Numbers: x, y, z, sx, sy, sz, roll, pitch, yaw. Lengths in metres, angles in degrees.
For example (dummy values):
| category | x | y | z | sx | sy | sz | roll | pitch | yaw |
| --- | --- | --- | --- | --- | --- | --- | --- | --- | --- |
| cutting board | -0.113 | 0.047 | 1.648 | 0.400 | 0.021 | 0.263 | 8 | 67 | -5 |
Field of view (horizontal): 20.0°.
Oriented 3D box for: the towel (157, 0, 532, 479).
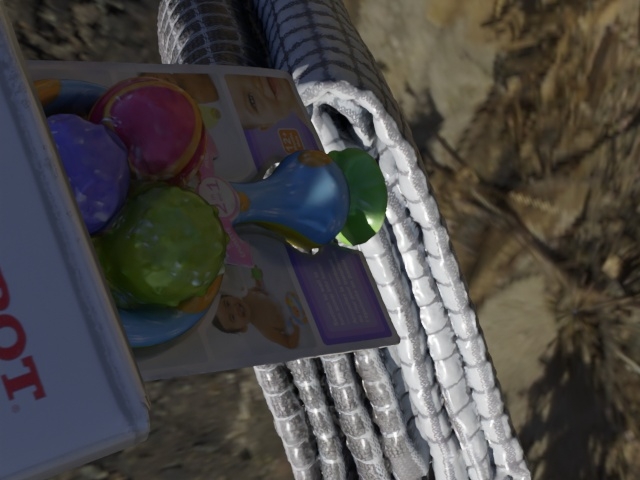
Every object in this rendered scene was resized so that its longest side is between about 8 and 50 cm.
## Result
| category | x | y | z | sx | sy | sz | roll | pitch | yaw |
| --- | --- | --- | --- | --- | --- | --- | --- | --- | --- |
| towel | 0.000 | 0.000 | 1.009 | 0.121 | 0.235 | 0.284 | -21 | 118 | 0 |

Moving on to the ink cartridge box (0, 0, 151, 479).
| category | x | y | z | sx | sy | sz | roll | pitch | yaw |
| --- | --- | --- | --- | --- | --- | --- | --- | --- | --- |
| ink cartridge box | -0.170 | 0.015 | 0.473 | 0.218 | 0.092 | 0.159 | -20 | 89 | -11 |

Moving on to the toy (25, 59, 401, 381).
| category | x | y | z | sx | sy | sz | roll | pitch | yaw |
| --- | --- | --- | --- | --- | --- | --- | --- | --- | --- |
| toy | -0.060 | -0.019 | 0.696 | 0.056 | 0.237 | 0.137 | -35 | 69 | 37 |
